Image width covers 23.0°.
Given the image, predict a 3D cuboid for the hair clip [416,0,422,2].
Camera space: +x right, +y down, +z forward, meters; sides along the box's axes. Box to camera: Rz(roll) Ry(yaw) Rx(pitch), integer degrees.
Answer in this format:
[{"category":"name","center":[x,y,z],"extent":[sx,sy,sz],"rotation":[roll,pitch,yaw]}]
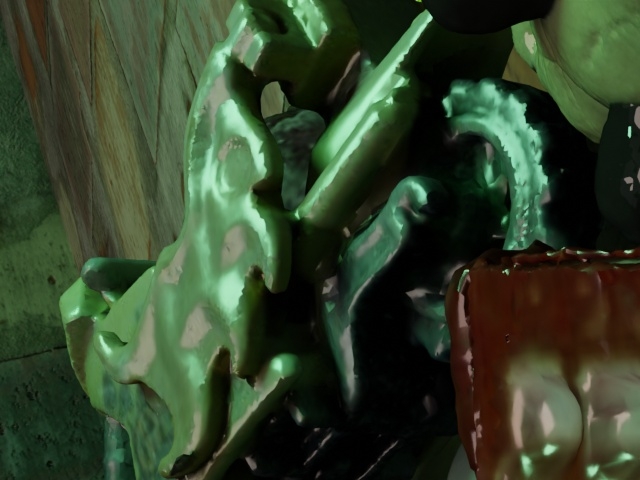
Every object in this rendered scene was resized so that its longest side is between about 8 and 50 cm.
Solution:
[{"category":"hair clip","center":[0.046,-0.121,0.993],"extent":[0.173,0.046,0.072],"rotation":[152,100,-72]}]

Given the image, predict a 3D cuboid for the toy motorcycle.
[{"category":"toy motorcycle","center":[-0.017,0.041,0.800],"extent":[0.410,0.169,0.237],"rotation":[-49,47,36]}]

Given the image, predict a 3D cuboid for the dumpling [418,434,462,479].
[{"category":"dumpling","center":[0.085,0.167,0.901],"extent":[0.250,0.132,0.162],"rotation":[51,122,13]}]

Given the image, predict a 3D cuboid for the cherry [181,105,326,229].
[{"category":"cherry","center":[0.007,0.007,1.000],"extent":[0.195,0.195,0.195],"rotation":[167,90,-75]}]

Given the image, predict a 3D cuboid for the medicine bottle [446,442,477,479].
[{"category":"medicine bottle","center":[0.144,0.112,0.659],"extent":[0.225,0.139,0.139],"rotation":[133,123,-72]}]

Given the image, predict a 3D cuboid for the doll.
[{"category":"doll","center":[0.129,-0.090,0.565],"extent":[0.143,0.135,0.234],"rotation":[54,165,3]}]

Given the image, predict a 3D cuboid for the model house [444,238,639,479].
[{"category":"model house","center":[0.166,0.069,0.412],"extent":[0.254,0.196,0.160],"rotation":[171,100,-74]}]
